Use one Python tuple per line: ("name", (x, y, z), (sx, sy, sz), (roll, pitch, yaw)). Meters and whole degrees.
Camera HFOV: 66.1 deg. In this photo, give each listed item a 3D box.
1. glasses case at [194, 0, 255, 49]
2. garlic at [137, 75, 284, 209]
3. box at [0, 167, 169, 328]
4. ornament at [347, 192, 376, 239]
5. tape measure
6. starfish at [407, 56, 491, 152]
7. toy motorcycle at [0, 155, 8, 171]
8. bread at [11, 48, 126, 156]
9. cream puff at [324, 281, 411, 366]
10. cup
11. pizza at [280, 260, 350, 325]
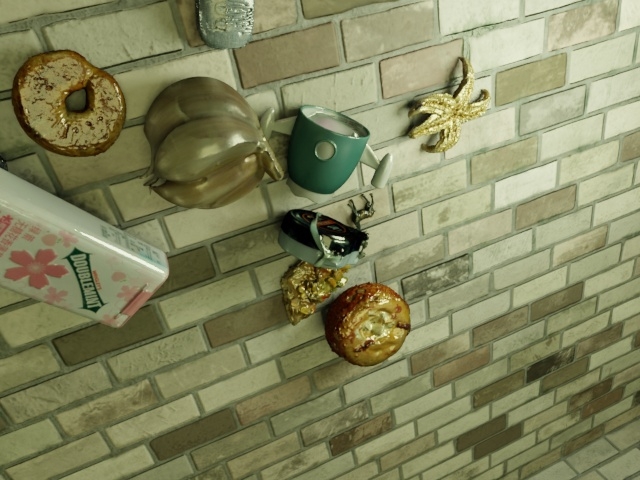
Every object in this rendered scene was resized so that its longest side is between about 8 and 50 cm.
("glasses case", (-0.170, -0.488, 0.872), (0.109, 0.067, 0.282), (-6, 119, -24))
("garlic", (-0.225, -0.180, 0.965), (0.292, 0.210, 0.237), (-11, 150, -11))
("box", (-0.496, 0.025, 0.932), (0.190, 0.112, 0.370), (-45, 131, 10))
("ornament", (0.110, -0.055, 1.239), (0.074, 0.028, 0.125), (-23, 120, -11))
("tape measure", (-0.004, -0.002, 1.125), (0.182, 0.181, 0.107), (-12, 125, -62))
("starfish", (0.316, -0.318, 1.177), (0.238, 0.071, 0.215), (-17, 126, -23))
("toy motorcycle", (-0.623, -0.179, 0.828), (0.114, 0.076, 0.205), (-15, 122, -6))
("bread", (-0.448, -0.240, 0.881), (0.193, 0.064, 0.193), (-10, 114, -24))
("cream puff", (0.123, 0.219, 1.305), (0.240, 0.164, 0.239), (-5, 102, -23))
("cup", (0.002, -0.177, 1.053), (0.300, 0.167, 0.173), (21, 117, -4))
("pizza", (-0.025, 0.120, 1.244), (0.226, 0.069, 0.147), (-46, 126, 3))
